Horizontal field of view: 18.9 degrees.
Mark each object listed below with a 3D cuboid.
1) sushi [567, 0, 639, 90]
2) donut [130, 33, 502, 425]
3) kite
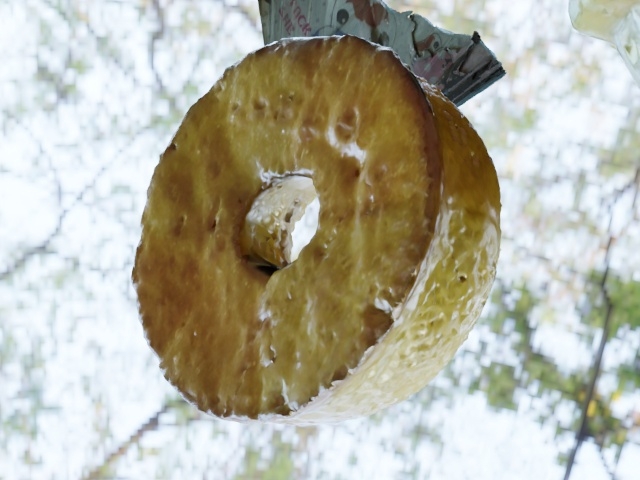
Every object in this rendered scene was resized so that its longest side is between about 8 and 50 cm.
[{"bbox_3d":[0.294,-0.153,0.931,0.328,0.328,0.285,-30,-135,2],"label":"sushi"},{"bbox_3d":[0.000,0.000,0.672,0.058,0.152,0.152,20,-150,-43],"label":"donut"},{"bbox_3d":[0.033,-0.170,1.493,0.011,0.314,0.335,9,-165,-42],"label":"kite"}]
